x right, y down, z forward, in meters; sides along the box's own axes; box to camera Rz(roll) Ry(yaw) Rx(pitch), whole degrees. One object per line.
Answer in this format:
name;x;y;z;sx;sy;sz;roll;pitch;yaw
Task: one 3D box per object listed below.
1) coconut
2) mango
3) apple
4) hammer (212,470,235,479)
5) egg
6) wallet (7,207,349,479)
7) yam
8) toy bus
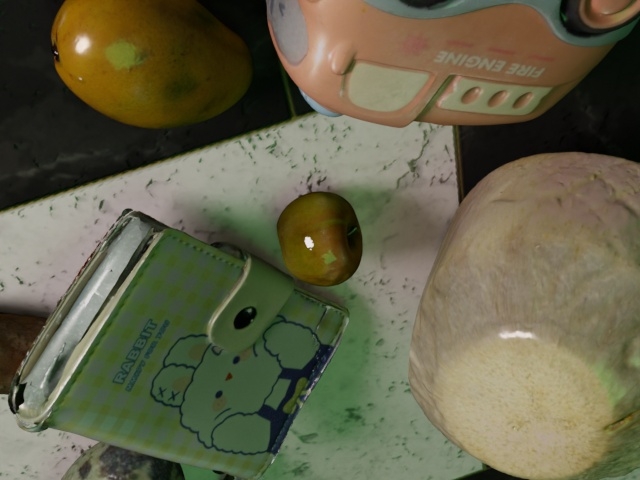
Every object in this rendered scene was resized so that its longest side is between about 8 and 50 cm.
coconut;0.234;0.066;0.934;0.329;0.328;0.328;-11;132;-12
mango;-0.125;-0.135;0.740;0.111;0.089;0.163;-41;140;13
apple;0.000;0.000;0.905;0.075;0.089;0.089;-14;134;7
hammer;-0.151;0.354;1.202;0.058;0.029;0.292;11;126;-27
egg;-0.209;0.281;1.033;0.141;0.141;0.181;12;115;-30
wallet;-0.114;0.111;0.925;0.310;0.077;0.223;31;89;-50
yam;-0.279;0.105;0.893;0.127;0.084;0.084;15;122;-33
toy bus;0.083;-0.188;0.723;0.288;0.194;0.232;2;141;-24
